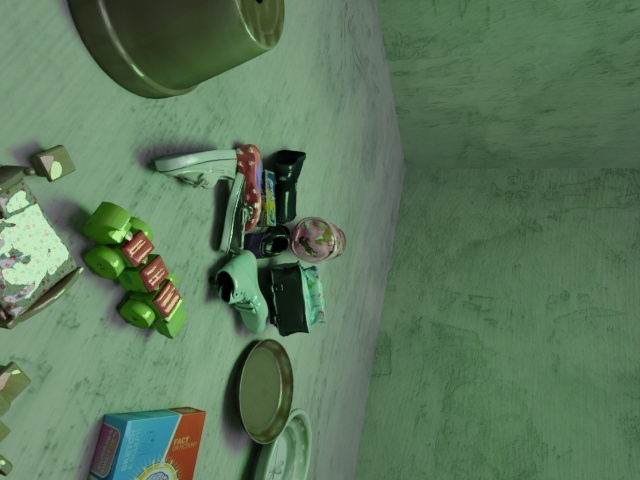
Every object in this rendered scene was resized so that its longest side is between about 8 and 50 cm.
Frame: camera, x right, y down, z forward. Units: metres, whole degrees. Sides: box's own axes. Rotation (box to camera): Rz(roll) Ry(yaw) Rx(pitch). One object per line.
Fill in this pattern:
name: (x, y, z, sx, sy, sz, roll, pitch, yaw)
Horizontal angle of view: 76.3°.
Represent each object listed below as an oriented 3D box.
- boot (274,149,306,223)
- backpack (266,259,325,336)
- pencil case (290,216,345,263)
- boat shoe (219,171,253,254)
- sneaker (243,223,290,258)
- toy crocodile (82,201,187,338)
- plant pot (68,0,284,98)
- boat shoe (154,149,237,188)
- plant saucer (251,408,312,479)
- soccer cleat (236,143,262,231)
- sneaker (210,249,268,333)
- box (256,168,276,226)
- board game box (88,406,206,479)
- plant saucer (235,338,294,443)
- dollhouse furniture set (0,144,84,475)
boot: (-0.112, -0.184, 1.371, 0.246, 0.094, 0.207, -77, 175, -64)
backpack: (-0.084, 0.177, 1.311, 0.253, 0.190, 0.225, 170, -88, -78)
pencil case: (0.000, 0.000, 1.480, 0.386, 0.167, 0.160, 2, 68, -84)
boat shoe: (-0.220, -0.071, 1.099, 0.078, 0.070, 0.220, -175, -85, -74)
sneaker: (-0.140, 0.011, 1.277, 0.283, 0.124, 0.107, -27, 119, -66)
toy crocodile: (-0.342, 0.069, 0.790, 0.115, 0.105, 0.341, -63, 150, -45)
plant pot: (-0.232, -0.439, 0.755, 0.323, 0.280, 0.324, 5, 90, -68)
boat shoe: (-0.277, -0.162, 0.950, 0.267, 0.096, 0.088, -46, 132, -71)
plant saucer: (-0.147, 0.791, 1.422, 0.400, 0.100, 0.401, 4, 90, -69)
soccer cleat: (-0.199, -0.150, 1.169, 0.095, 0.083, 0.248, -13, 103, -73)
sneaker: (-0.227, 0.170, 1.125, 0.151, 0.094, 0.256, -44, 129, -61)
box: (-0.174, -0.126, 1.231, 0.054, 0.059, 0.169, 4, 82, -68)
board game box: (-0.367, 0.520, 0.836, 0.242, 0.064, 0.317, 36, 59, -61)
plant saucer: (-0.179, 0.472, 1.293, 0.310, 0.050, 0.311, 34, 51, -57)
dollhouse furniture set: (-0.392, 0.075, 0.570, 0.356, 0.173, 0.303, -60, 147, -49)
